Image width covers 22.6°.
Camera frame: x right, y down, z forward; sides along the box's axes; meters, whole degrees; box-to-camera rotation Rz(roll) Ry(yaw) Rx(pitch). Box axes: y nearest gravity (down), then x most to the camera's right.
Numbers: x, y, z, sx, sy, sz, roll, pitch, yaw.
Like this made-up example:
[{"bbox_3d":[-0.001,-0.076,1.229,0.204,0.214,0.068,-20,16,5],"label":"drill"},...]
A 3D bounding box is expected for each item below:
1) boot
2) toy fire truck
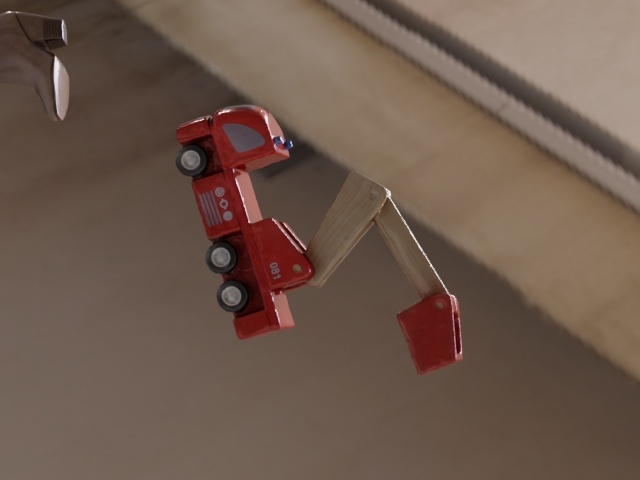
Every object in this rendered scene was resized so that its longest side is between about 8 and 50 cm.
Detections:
[{"bbox_3d":[-0.262,-0.147,1.377,0.042,0.087,0.118,76,8,-55],"label":"boot"},{"bbox_3d":[0.000,0.000,0.973,0.135,0.047,0.192,-18,-95,9],"label":"toy fire truck"}]
